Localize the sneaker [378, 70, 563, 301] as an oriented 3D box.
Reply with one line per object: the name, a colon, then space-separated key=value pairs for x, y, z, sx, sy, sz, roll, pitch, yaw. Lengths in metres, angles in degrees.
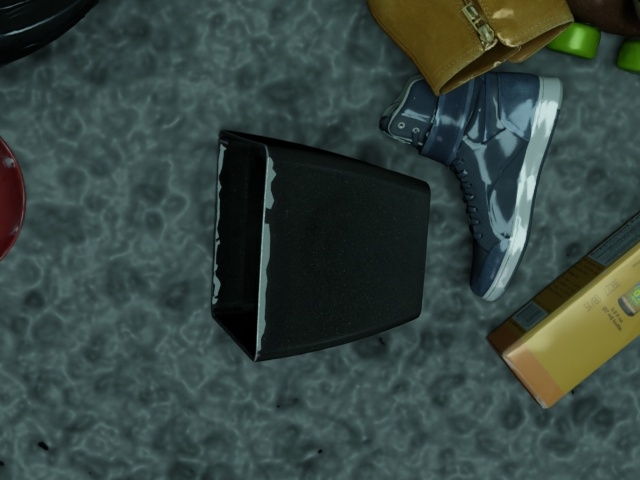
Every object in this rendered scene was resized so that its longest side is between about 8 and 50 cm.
sneaker: x=0.128 y=-0.061 z=1.142 sx=0.163 sy=0.086 sz=0.226 roll=10 pitch=100 yaw=-5

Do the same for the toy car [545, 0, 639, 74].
toy car: x=0.304 y=-0.235 z=1.075 sx=0.149 sy=0.188 sz=0.155 roll=14 pitch=98 yaw=-7

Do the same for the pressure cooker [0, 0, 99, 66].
pressure cooker: x=-0.373 y=-0.269 z=0.905 sx=0.370 sy=0.420 sz=0.375 roll=-46 pitch=113 yaw=-29

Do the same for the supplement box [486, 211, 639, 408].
supplement box: x=0.284 y=0.060 z=1.180 sx=0.233 sy=0.080 sz=0.078 roll=-38 pitch=101 yaw=4

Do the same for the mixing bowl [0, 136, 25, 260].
mixing bowl: x=-0.374 y=-0.035 z=1.095 sx=0.181 sy=0.098 sz=0.181 roll=-1 pitch=98 yaw=-5

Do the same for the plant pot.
plant pot: x=0.000 y=0.000 z=1.102 sx=0.167 sy=0.188 sz=0.187 roll=1 pitch=99 yaw=-19

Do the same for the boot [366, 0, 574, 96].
boot: x=0.173 y=-0.284 z=1.070 sx=0.295 sy=0.104 sz=0.211 roll=-38 pitch=78 yaw=11
